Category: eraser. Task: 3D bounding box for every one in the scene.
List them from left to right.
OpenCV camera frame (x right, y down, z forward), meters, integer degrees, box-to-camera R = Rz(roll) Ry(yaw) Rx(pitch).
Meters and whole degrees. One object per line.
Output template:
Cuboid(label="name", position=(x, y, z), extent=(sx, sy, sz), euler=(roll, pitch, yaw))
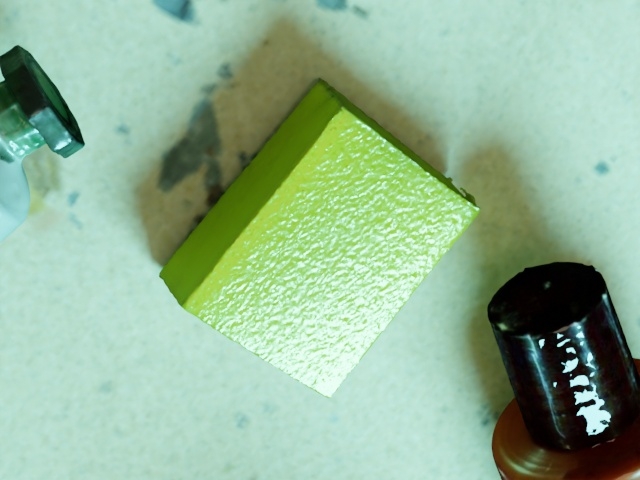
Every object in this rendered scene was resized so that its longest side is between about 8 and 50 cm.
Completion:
Cuboid(label="eraser", position=(0.000, 0.000, 0.940), extent=(0.097, 0.045, 0.122), euler=(34, 99, -29))

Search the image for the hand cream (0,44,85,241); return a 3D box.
Cuboid(label="hand cream", position=(-0.256, 0.024, 0.863), extent=(0.336, 0.076, 0.121), euler=(-32, 115, 5))

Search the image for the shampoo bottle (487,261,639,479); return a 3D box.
Cuboid(label="shampoo bottle", position=(0.152, 0.135, 1.020), extent=(0.104, 0.104, 0.278), euler=(-25, 119, -6))
